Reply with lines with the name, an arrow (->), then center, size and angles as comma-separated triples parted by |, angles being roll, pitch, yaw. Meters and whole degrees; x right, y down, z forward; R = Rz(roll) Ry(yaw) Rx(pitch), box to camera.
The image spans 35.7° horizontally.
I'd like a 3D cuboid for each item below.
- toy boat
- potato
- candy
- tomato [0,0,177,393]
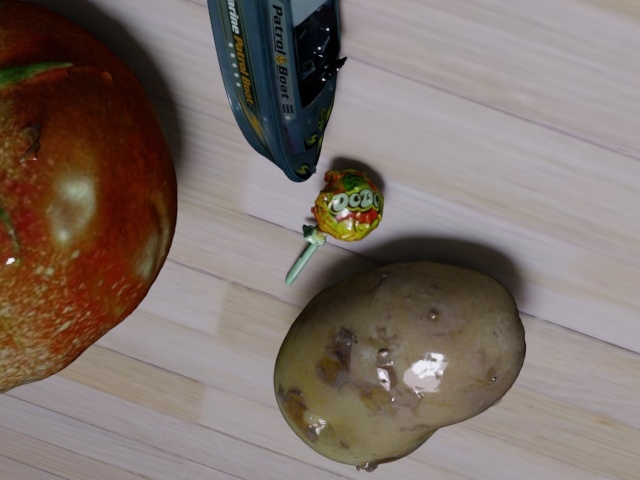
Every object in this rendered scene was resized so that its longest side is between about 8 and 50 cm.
toy boat -> -0.020, -0.129, 0.662 | 0.103, 0.093, 0.246 | 15, 143, 18
potato -> 0.060, 0.101, 0.868 | 0.165, 0.165, 0.262 | 34, 134, -17
candy -> 0.000, 0.000, 0.857 | 0.060, 0.060, 0.201 | 26, 150, -8
tomato -> -0.255, -0.028, 0.770 | 0.304, 0.303, 0.239 | 2, 155, 22
